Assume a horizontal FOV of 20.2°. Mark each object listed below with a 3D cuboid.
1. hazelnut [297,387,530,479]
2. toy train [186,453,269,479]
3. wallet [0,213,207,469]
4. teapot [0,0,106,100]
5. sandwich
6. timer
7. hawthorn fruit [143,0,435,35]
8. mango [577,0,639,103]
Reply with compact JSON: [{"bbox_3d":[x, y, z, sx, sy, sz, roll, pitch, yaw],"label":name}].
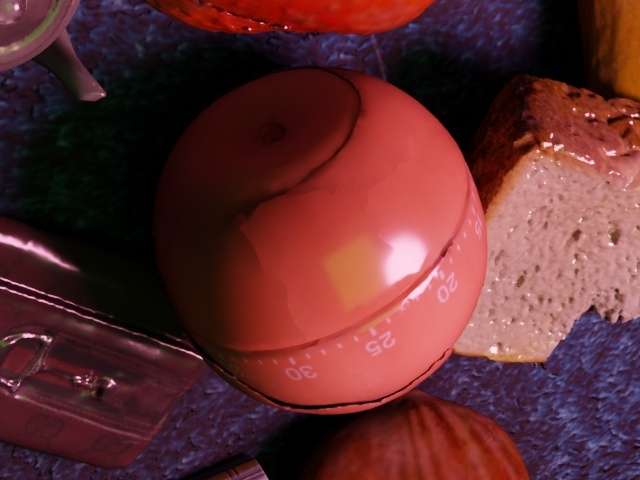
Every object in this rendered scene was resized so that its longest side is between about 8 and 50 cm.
[{"bbox_3d":[0.074,0.234,1.504,0.210,0.210,0.186,-22,153,-18],"label":"hazelnut"},{"bbox_3d":[-0.158,0.244,1.438,0.252,0.055,0.048,-22,130,-18],"label":"toy train"},{"bbox_3d":[-0.193,0.079,1.310,0.229,0.049,0.182,20,111,-37],"label":"wallet"},{"bbox_3d":[-0.214,-0.171,1.058,0.162,0.149,0.239,-40,133,0],"label":"teapot"},{"bbox_3d":[0.226,-0.001,1.390,0.288,0.100,0.254,10,134,-13],"label":"sandwich"},{"bbox_3d":[0.000,0.000,1.251,0.229,0.229,0.215,-30,127,-10],"label":"timer"},{"bbox_3d":[-0.002,-0.263,1.011,0.276,0.276,0.307,-14,157,-23],"label":"hawthorn fruit"},{"bbox_3d":[0.291,-0.176,1.376,0.195,0.142,0.332,-16,135,-11],"label":"mango"}]
